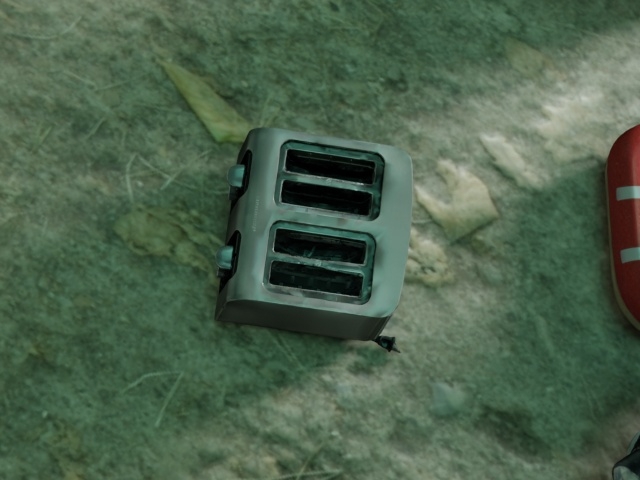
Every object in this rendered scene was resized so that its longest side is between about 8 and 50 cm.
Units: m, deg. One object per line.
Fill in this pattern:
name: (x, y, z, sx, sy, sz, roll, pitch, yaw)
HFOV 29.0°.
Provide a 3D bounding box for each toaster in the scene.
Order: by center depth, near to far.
toaster: (0.000, 0.000, 1.120, 0.185, 0.110, 0.168, 9, 75, -5)

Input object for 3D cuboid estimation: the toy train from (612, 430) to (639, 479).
toy train: (0.418, 0.172, 1.073, 0.333, 0.142, 0.190, -26, 56, -23)

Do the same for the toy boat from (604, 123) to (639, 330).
toy boat: (0.356, -0.016, 1.146, 0.150, 0.151, 0.231, 1, 75, -6)
